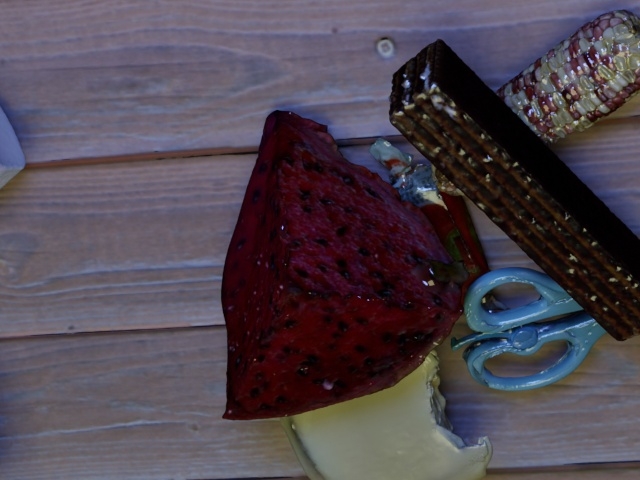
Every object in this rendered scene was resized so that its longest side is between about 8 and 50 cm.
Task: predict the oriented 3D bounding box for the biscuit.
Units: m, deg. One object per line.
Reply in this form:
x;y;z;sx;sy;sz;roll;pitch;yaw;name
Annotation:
0.224;-0.048;1.759;0.073;0.107;0.388;-36;113;26;biscuit

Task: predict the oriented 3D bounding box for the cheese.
0.078;0.196;1.996;0.233;0.127;0.266;-14;114;17;cheese

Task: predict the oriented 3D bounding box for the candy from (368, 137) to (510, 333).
0.141;0.000;1.924;0.086;0.059;0.292;-20;111;22;candy

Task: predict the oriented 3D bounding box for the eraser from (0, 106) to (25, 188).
-0.484;-0.077;1.956;0.270;0.095;0.174;-39;79;25;eraser

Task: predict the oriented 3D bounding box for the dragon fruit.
0.000;0.000;1.836;0.302;0.240;0.330;-13;71;4;dragon fruit

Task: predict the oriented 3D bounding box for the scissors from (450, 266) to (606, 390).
0.339;0.075;1.915;0.393;0.032;0.180;-15;128;8;scissors

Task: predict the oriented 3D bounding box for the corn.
0.241;-0.142;1.812;0.290;0.098;0.098;-37;105;25;corn
